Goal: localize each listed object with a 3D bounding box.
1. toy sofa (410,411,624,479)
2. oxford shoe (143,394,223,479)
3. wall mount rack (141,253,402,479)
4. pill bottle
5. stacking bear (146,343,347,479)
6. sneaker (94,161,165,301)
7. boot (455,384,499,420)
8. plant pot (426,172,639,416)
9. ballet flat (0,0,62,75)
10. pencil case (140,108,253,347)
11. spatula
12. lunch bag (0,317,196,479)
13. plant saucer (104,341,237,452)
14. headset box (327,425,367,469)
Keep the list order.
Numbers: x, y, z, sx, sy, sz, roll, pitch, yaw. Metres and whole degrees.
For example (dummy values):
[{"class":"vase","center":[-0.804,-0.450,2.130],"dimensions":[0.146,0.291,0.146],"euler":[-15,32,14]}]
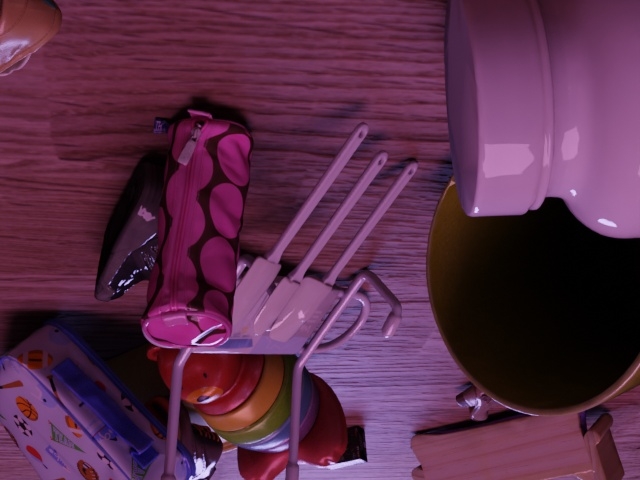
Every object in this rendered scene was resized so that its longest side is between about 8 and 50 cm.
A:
[{"class":"toy sofa","center":[0.358,0.399,1.815],"dimensions":[0.362,0.177,0.150],"euler":[-20,173,26]},{"class":"oxford shoe","center":[-0.197,0.286,1.419],"dimensions":[0.098,0.097,0.271],"euler":[-31,153,-25]},{"class":"wall mount rack","center":[-0.066,0.163,1.186],"dimensions":[0.350,0.130,0.304],"euler":[8,122,-44]},{"class":"pill bottle","center":[0.306,-0.121,0.737],"dimensions":[0.407,0.229,0.229],"euler":[-5,151,1]},{"class":"stacking bear","center":[-0.110,0.196,1.330],"dimensions":[0.175,0.164,0.289],"euler":[-21,140,21]},{"class":"sneaker","center":[-0.165,0.009,1.053],"dimensions":[0.130,0.087,0.227],"euler":[16,140,-22]},{"class":"boot","center":[0.283,0.265,1.637],"dimensions":[0.087,0.042,0.118],"euler":[-23,147,26]},{"class":"plant pot","center":[0.308,0.028,1.014],"dimensions":[0.293,0.275,0.274],"euler":[1,155,-41]},{"class":"ballet flat","center":[-0.293,-0.132,0.791],"dimensions":[0.232,0.080,0.073],"euler":[-25,161,34]},{"class":"pencil case","center":[-0.114,-0.010,0.900],"dimensions":[0.095,0.209,0.098],"euler":[3,161,-3]},{"class":"spatula","center":[0.000,0.000,0.983],"dimensions":[0.242,0.019,0.168],"euler":[-55,148,7]},{"class":"lunch bag","center":[-0.301,0.257,1.301],"dimensions":[0.303,0.115,0.243],"euler":[44,141,4]},{"class":"plant saucer","center":[-0.228,0.272,1.533],"dimensions":[0.332,0.081,0.332],"euler":[-25,146,31]},{"class":"headset box","center":[0.040,0.377,1.782],"dimensions":[0.083,0.062,0.032],"euler":[-16,149,21]}]
